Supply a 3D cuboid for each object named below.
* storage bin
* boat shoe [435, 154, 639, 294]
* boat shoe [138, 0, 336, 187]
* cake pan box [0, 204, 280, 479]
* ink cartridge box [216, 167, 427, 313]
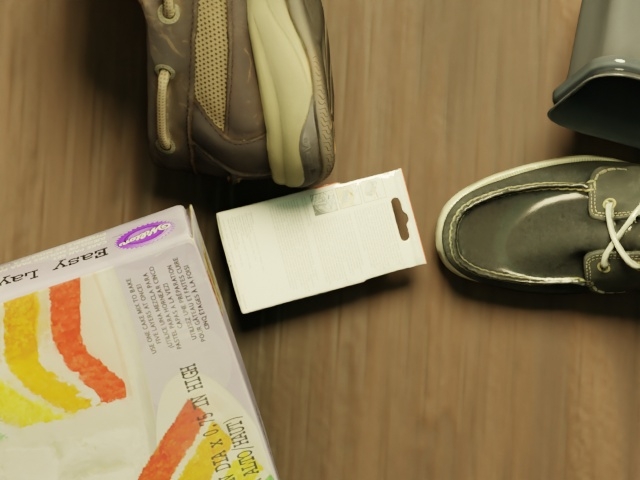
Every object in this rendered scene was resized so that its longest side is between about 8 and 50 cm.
[{"bbox_3d":[0.207,-0.106,1.052,0.135,0.098,0.091,14,69,-15],"label":"storage bin"},{"bbox_3d":[0.185,-0.009,1.055,0.233,0.079,0.084,0,91,0],"label":"boat shoe"},{"bbox_3d":[-0.076,-0.181,0.970,0.130,0.132,0.355,-8,117,4],"label":"boat shoe"},{"bbox_3d":[-0.148,0.141,1.009,0.245,0.070,0.267,-16,110,-2],"label":"cake pan box"},{"bbox_3d":[0.000,0.000,1.073,0.115,0.029,0.063,-15,89,-3],"label":"ink cartridge box"}]
